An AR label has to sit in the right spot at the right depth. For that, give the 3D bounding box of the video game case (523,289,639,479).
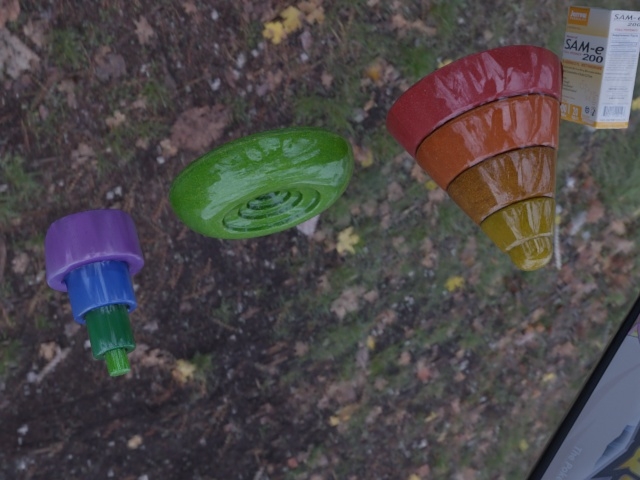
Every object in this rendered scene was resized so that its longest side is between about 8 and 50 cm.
[{"bbox_3d":[0.232,0.151,0.439,0.275,0.248,0.035,-49,162,-26],"label":"video game case"}]

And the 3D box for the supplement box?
[{"bbox_3d":[0.239,-0.150,0.774,0.036,0.062,0.098,-3,107,-20],"label":"supplement box"}]

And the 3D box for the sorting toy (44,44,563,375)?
[{"bbox_3d":[0.000,0.000,0.580,0.365,0.126,0.127,-19,163,5],"label":"sorting toy"}]
